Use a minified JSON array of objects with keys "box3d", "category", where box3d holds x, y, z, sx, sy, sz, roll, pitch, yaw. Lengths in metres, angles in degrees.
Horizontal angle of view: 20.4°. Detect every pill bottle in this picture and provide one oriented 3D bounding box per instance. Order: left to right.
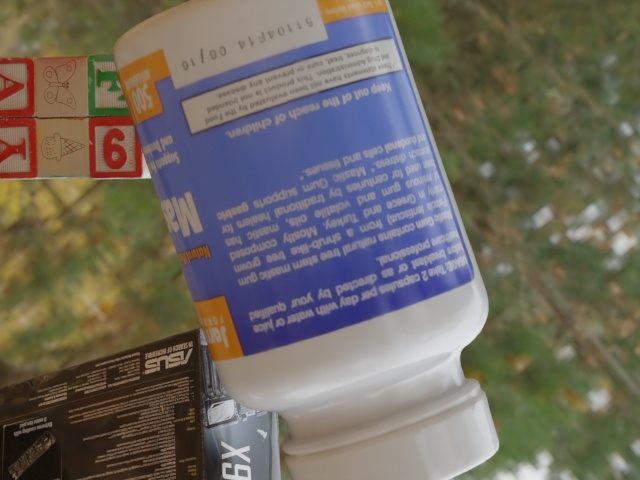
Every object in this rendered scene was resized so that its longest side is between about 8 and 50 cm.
[{"box3d":[0.000,0.000,0.950,0.152,0.272,0.152,-18,-179,0],"category":"pill bottle"}]

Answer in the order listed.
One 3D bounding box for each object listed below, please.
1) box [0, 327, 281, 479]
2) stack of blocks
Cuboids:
[{"box3d":[-0.161,0.208,1.169,0.307,0.242,0.076,-18,157,35],"category":"box"},{"box3d":[-0.138,-0.092,1.370,0.171,0.087,0.297,0,-177,24],"category":"stack of blocks"}]
